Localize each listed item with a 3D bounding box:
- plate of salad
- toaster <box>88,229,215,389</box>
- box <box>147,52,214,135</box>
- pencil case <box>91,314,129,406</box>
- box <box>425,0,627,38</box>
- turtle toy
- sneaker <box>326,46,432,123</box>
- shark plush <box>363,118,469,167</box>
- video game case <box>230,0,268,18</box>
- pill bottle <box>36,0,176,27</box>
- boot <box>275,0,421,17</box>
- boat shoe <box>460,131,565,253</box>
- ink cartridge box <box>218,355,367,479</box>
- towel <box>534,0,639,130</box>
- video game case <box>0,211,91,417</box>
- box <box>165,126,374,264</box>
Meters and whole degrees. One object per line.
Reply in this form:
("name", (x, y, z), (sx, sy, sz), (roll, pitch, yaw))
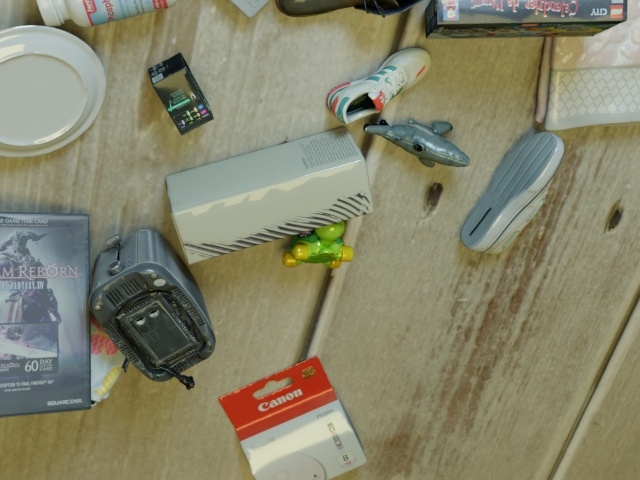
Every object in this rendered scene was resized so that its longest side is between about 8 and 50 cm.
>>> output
("plate of salad", (-0.371, -0.189, 1.196), (0.199, 0.048, 0.200), (-19, 140, -17))
("toaster", (-0.237, 0.093, 1.365), (0.129, 0.146, 0.227), (-30, 123, 5))
("box", (-0.185, -0.194, 1.256), (0.052, 0.062, 0.083), (-28, 124, 1))
("pencil case", (-0.413, 0.137, 1.360), (0.273, 0.124, 0.113), (32, 148, -27))
("box", (0.258, -0.293, 1.227), (0.233, 0.159, 0.044), (-1, 95, 1))
("turtle toy", (0.000, 0.000, 1.403), (0.095, 0.130, 0.066), (3, 75, -20))
("sneaker", (0.089, -0.207, 1.313), (0.161, 0.075, 0.057), (-27, 123, 2))
("shark plush", (0.140, -0.148, 1.367), (0.161, 0.067, 0.073), (26, 111, -27))
("video game case", (-0.097, -0.480, 1.124), (0.300, 0.036, 0.329), (-43, 120, 13))
("pill bottle", (-0.262, -0.309, 1.151), (0.160, 0.087, 0.087), (-15, 123, -5))
("boot", (0.053, -0.329, 1.211), (0.219, 0.106, 0.082), (-21, 123, -2))
("boat shoe", (0.306, -0.071, 1.462), (0.075, 0.083, 0.226), (15, 128, -35))
("ink cartridge box", (-0.044, 0.328, 1.615), (0.189, 0.066, 0.232), (-24, 128, 0))
("towel", (0.486, -0.314, 1.370), (0.331, 0.053, 0.317), (-5, 121, -13))
("video game case", (-0.408, 0.099, 1.284), (0.196, 0.026, 0.274), (0, 88, -33))
("box", (-0.072, -0.065, 1.336), (0.275, 0.113, 0.094), (-16, 124, -4))
